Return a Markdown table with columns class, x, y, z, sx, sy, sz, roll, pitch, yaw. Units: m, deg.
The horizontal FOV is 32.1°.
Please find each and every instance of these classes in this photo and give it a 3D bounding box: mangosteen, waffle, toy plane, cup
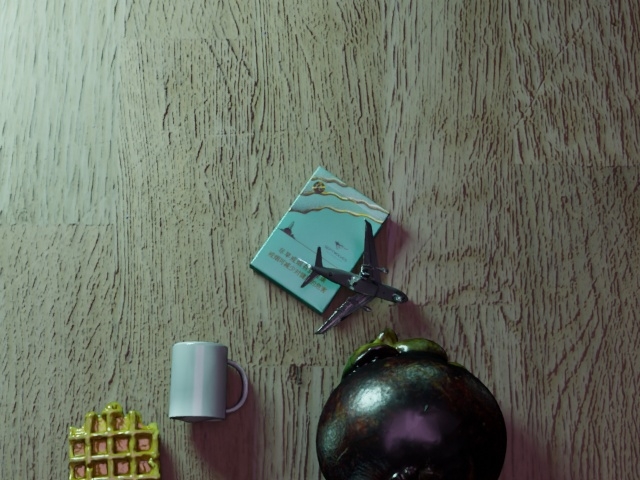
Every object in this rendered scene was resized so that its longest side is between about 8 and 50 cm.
| class | x | y | z | sx | sy | sz | roll | pitch | yaw |
| --- | --- | --- | --- | --- | --- | --- | --- | --- | --- |
| mangosteen | 0.150 | 0.322 | 1.857 | 0.330 | 0.330 | 0.330 | 1 | 76 | -4 |
| waffle | -0.351 | 0.382 | 1.914 | 0.161 | 0.055 | 0.210 | -3 | 76 | -4 |
| toy plane | 0.067 | 0.076 | 1.987 | 0.226 | 0.058 | 0.226 | 21 | 98 | -20 |
| cup | -0.202 | 0.251 | 1.949 | 0.099 | 0.136 | 0.133 | -8 | 74 | 29 |

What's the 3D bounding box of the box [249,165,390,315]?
| class | x | y | z | sx | sy | sz | roll | pitch | yaw |
| --- | --- | --- | --- | --- | --- | --- | --- | --- | --- |
| box | 0.000 | 0.000 | 2.040 | 0.162 | 0.041 | 0.229 | 34 | 77 | 2 |
